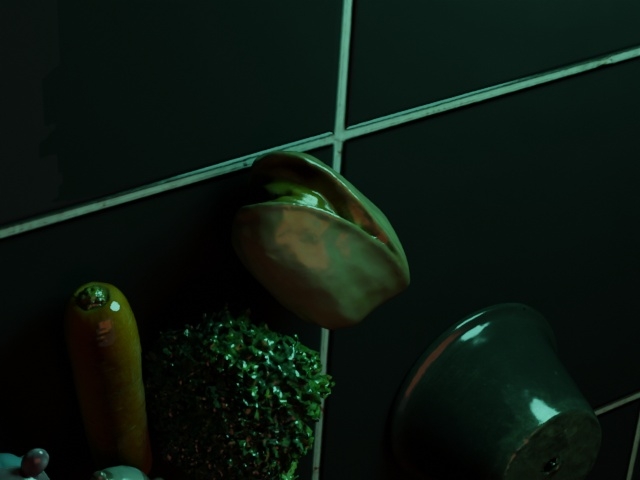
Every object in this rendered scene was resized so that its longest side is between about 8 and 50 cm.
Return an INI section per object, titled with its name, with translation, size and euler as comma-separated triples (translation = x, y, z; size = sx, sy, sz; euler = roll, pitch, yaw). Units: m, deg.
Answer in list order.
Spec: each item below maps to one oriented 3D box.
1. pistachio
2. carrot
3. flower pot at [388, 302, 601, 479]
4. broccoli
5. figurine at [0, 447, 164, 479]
[pistachio]
translation = 0.000, 0.000, 1.487
size = 0.206, 0.131, 0.130
euler = 46, 44, -47
[carrot]
translation = -0.190, 0.125, 1.466
size = 0.067, 0.067, 0.225
euler = -24, 134, -24
[flower pot]
translation = 0.208, 0.205, 1.787
size = 0.235, 0.148, 0.235
euler = -21, 131, -26
[broccoli]
translation = -0.055, 0.150, 1.543
size = 0.194, 0.194, 0.220
euler = -15, 104, -31
[figurine]
translation = -0.234, 0.268, 1.462
size = 0.205, 0.103, 0.260
euler = -17, 146, 0
